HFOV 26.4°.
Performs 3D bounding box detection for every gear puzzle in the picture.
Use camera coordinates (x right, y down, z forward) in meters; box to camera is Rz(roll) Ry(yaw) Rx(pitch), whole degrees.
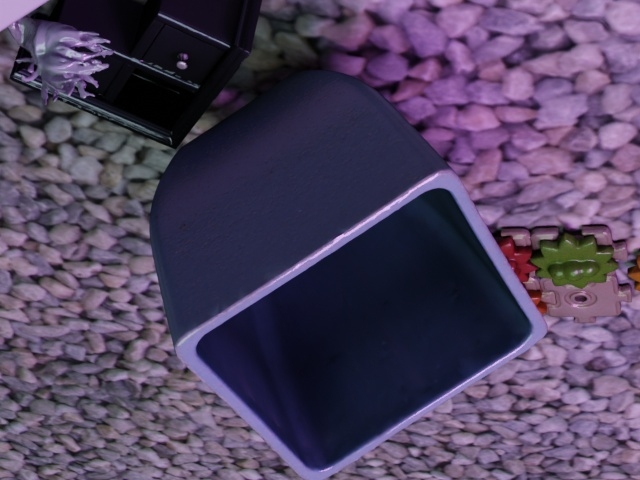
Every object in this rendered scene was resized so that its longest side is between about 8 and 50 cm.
[{"bbox_3d":[0.230,0.051,1.392,0.338,0.044,0.175,-2,145,16],"label":"gear puzzle"}]

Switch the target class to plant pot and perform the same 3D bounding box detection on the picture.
[{"bbox_3d":[0.000,0.000,1.161,0.247,0.252,0.248,-33,137,5],"label":"plant pot"}]

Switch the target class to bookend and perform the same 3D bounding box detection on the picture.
[{"bbox_3d":[-0.153,-0.170,1.130,0.156,0.072,0.157,23,144,-20],"label":"bookend"}]

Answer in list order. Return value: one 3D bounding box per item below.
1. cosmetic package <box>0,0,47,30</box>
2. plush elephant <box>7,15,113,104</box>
[{"bbox_3d":[-0.200,-0.231,0.728,0.365,0.155,0.197,-27,149,21],"label":"cosmetic package"},{"bbox_3d":[-0.354,-0.088,1.040,0.330,0.255,0.272,20,170,1],"label":"plush elephant"}]
